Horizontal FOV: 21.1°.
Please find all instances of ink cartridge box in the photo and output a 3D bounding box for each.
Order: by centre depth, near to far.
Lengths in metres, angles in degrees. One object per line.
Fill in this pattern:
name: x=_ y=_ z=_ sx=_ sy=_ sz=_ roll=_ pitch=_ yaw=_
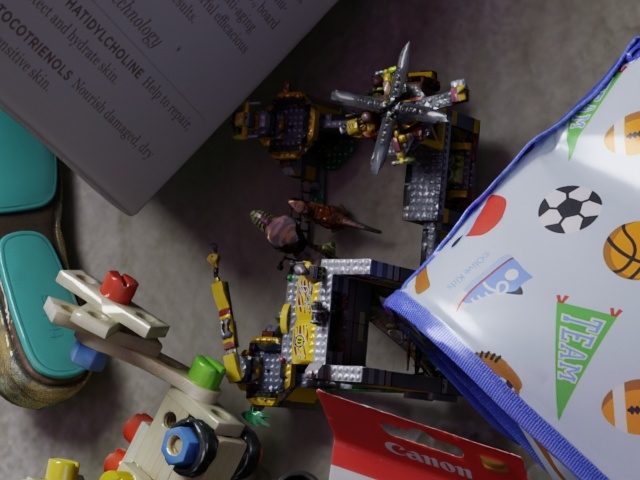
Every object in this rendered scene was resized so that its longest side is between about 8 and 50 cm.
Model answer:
ink cartridge box: x=0.086 y=0.220 z=1.359 sx=0.181 sy=0.224 sz=0.056 roll=15 pitch=60 yaw=25

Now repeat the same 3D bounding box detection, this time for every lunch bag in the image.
lunch bag: x=0.286 y=0.066 z=1.256 sx=0.385 sy=0.239 sz=0.328 roll=43 pitch=84 yaw=15

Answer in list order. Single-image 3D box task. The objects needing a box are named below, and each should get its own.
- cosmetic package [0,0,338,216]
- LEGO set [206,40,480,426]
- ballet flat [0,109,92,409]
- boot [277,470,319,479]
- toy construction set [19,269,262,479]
cosmetic package: x=-0.188 y=-0.308 z=1.438 sx=0.393 sy=0.327 sz=0.329 roll=-48 pitch=57 yaw=-2
LEGO set: x=0.000 y=0.000 z=1.419 sx=0.255 sy=0.192 sz=0.331 roll=10 pitch=88 yaw=37
ballet flat: x=-0.300 y=-0.004 z=1.626 sx=0.123 sy=0.123 sz=0.348 roll=-22 pitch=72 yaw=19
boot: x=0.011 y=0.312 z=1.387 sx=0.083 sy=0.161 sz=0.246 roll=-29 pitch=81 yaw=-24
toy construction set: x=-0.175 y=0.188 z=1.488 sx=0.215 sy=0.151 sz=0.327 roll=35 pitch=118 yaw=39
